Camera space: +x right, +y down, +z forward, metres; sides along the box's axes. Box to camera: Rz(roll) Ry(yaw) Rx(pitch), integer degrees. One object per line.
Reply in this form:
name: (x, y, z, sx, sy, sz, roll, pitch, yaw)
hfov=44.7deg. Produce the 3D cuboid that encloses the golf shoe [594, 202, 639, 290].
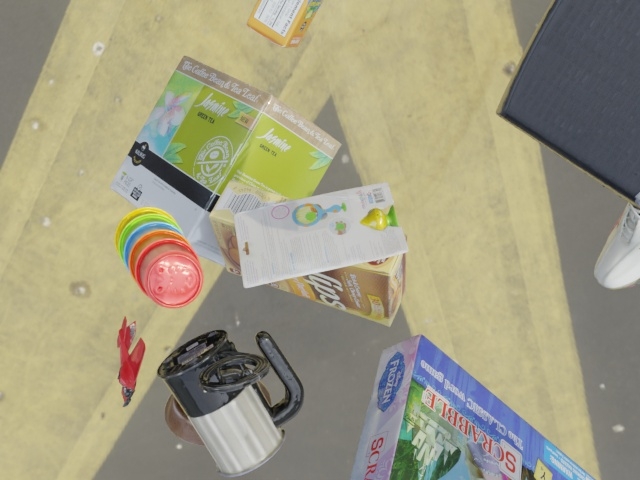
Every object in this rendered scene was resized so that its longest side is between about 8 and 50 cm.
golf shoe: (0.357, -0.028, 0.855, 0.086, 0.067, 0.186, 20, 112, -33)

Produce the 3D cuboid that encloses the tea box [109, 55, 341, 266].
tea box: (-0.197, -0.149, 1.553, 0.220, 0.329, 0.323, 29, 92, -46)

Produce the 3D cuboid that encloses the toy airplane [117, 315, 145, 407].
toy airplane: (-0.289, 0.177, 1.164, 0.028, 0.151, 0.151, 8, 123, -22)

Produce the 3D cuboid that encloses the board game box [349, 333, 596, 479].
board game box: (0.161, 0.312, 0.795, 0.319, 0.318, 0.066, 39, 134, -20)

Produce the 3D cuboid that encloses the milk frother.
milk frother: (-0.086, 0.171, 0.794, 0.129, 0.143, 0.134, -26, 105, 10)

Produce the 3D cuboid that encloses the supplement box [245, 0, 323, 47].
supplement box: (-0.018, -0.401, 1.141, 0.080, 0.078, 0.233, 36, 114, 6)

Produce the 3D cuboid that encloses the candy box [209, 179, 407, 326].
candy box: (-0.016, 0.023, 1.304, 0.316, 0.087, 0.183, 18, 151, 16)

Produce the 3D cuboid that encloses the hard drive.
hard drive: (0.253, -0.159, 0.564, 0.172, 0.054, 0.254, 39, 115, 18)

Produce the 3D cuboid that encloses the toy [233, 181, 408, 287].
toy: (0.000, 0.000, 1.143, 0.237, 0.137, 0.056, -14, 143, 2)

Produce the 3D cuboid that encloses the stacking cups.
stacking cups: (-0.194, 0.020, 0.971, 0.096, 0.316, 0.096, -3, 99, -20)

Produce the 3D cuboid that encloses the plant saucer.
plant saucer: (-0.162, 0.250, 1.219, 0.168, 0.168, 0.029, -3, 122, 0)
